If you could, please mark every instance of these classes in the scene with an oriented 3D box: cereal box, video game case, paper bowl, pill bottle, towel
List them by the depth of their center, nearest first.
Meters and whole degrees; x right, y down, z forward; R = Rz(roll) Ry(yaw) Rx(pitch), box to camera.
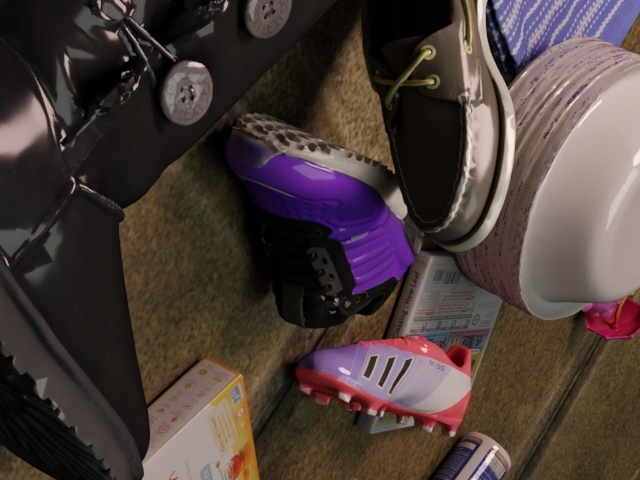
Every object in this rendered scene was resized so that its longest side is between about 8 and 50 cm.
[{"bbox_3d":[-0.144,0.230,1.184,0.240,0.047,0.173,-43,143,-34],"label":"cereal box"},{"bbox_3d":[0.248,-0.257,1.474,0.243,0.040,0.336,-56,149,-18],"label":"towel"},{"bbox_3d":[0.275,-0.051,1.483,0.284,0.148,0.284,-32,137,-36],"label":"paper bowl"},{"bbox_3d":[0.126,0.104,1.552,0.212,0.023,0.193,2,109,-59],"label":"video game case"},{"bbox_3d":[0.162,0.284,1.693,0.120,0.067,0.067,-48,146,-28],"label":"pill bottle"}]

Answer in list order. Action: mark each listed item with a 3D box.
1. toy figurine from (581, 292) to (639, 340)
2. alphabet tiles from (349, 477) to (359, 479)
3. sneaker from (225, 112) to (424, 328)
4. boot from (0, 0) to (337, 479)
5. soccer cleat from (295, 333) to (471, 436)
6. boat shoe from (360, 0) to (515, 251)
[{"bbox_3d":[0.381,0.051,1.855,0.173,0.130,0.159,16,108,-38],"label":"toy figurine"},{"bbox_3d":[-0.013,0.341,1.366,0.198,0.009,0.237,-28,134,-47],"label":"alphabet tiles"},{"bbox_3d":[0.001,0.000,1.199,0.293,0.102,0.146,28,88,-60],"label":"sneaker"},{"bbox_3d":[-0.093,-0.086,0.970,0.445,0.146,0.367,-56,151,-26],"label":"boot"},{"bbox_3d":[0.064,0.123,1.399,0.248,0.083,0.095,23,78,-48],"label":"soccer cleat"},{"bbox_3d":[0.080,-0.142,1.137,0.091,0.109,0.305,16,65,-44],"label":"boat shoe"}]
